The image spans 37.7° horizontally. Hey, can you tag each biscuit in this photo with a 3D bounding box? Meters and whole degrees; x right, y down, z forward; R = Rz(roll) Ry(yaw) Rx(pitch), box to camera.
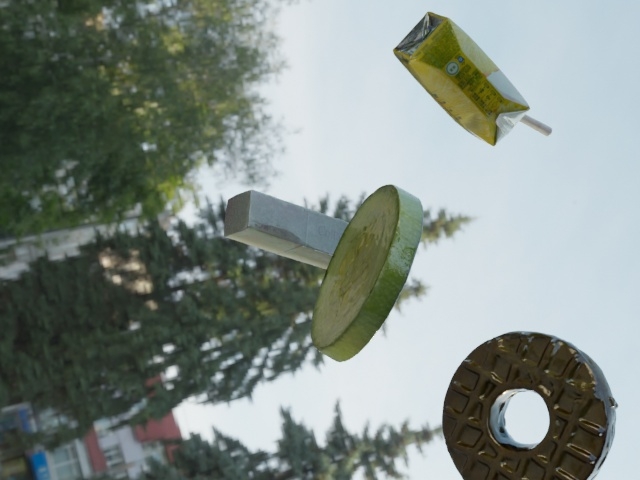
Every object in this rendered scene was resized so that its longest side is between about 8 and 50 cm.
[{"bbox_3d":[0.371,0.323,1.707,0.332,0.103,0.331,-8,-104,34],"label":"biscuit"}]

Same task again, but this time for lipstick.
[{"bbox_3d":[0.000,0.000,1.462,0.068,0.317,0.066,-17,-118,48],"label":"lipstick"}]

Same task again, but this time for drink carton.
[{"bbox_3d":[0.174,-0.162,1.044,0.200,0.074,0.084,42,3,-23],"label":"drink carton"}]

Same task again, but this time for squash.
[{"bbox_3d":[0.059,0.044,1.271,0.252,0.049,0.252,-58,-167,23],"label":"squash"}]
